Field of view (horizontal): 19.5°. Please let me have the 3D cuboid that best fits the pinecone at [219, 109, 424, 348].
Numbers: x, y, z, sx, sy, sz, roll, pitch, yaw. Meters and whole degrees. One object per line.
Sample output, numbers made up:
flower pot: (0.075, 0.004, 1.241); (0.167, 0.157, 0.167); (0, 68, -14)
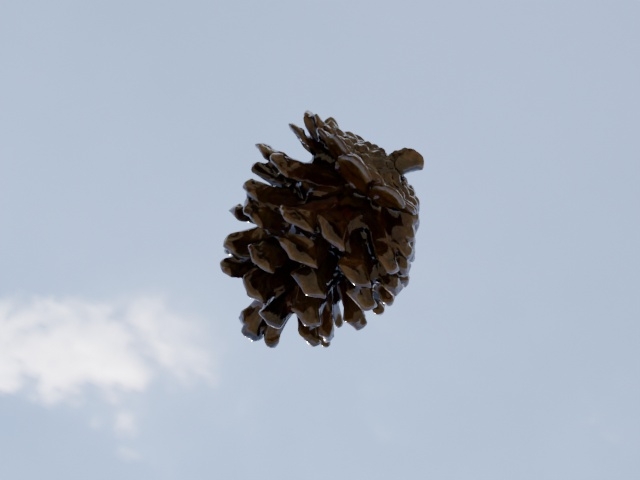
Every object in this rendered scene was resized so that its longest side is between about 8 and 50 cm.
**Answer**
pinecone: (0.002, 0.002, 1.639); (0.168, 0.212, 0.185); (23, -177, 20)
